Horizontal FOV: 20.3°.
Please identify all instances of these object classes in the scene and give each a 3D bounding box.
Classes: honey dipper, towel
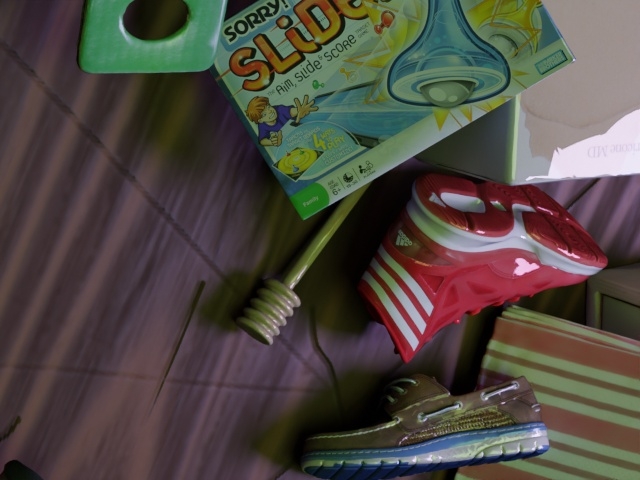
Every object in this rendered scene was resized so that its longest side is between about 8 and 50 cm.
[{"bbox_3d":[0.000,0.000,1.221,0.030,0.030,0.160,46,72,-32],"label":"honey dipper"},{"bbox_3d":[0.177,0.158,1.319,0.029,0.144,0.197,-8,113,-73],"label":"towel"}]

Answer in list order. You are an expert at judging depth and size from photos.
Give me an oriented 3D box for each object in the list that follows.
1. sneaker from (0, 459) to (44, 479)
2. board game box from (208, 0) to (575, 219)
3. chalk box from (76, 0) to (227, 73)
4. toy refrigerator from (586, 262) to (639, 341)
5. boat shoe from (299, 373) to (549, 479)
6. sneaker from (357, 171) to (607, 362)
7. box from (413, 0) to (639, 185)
[{"bbox_3d":[-0.234,0.203,1.065,0.281,0.106,0.162,10,104,-45],"label":"sneaker"},{"bbox_3d":[0.040,-0.121,1.129,0.201,0.035,0.136,-31,99,10],"label":"board game box"},{"bbox_3d":[-0.084,-0.236,1.011,0.180,0.179,0.288,-5,104,-32],"label":"chalk box"},{"bbox_3d":[0.264,0.159,1.387,0.094,0.102,0.269,-9,107,-31],"label":"toy refrigerator"},{"bbox_3d":[0.070,0.132,1.278,0.183,0.066,0.066,-4,74,-19],"label":"boat shoe"},{"bbox_3d":[0.104,0.023,1.280,0.221,0.087,0.128,14,123,-46],"label":"sneaker"},{"bbox_3d":[0.154,-0.201,1.211,0.148,0.121,0.311,-7,106,-32],"label":"box"}]
